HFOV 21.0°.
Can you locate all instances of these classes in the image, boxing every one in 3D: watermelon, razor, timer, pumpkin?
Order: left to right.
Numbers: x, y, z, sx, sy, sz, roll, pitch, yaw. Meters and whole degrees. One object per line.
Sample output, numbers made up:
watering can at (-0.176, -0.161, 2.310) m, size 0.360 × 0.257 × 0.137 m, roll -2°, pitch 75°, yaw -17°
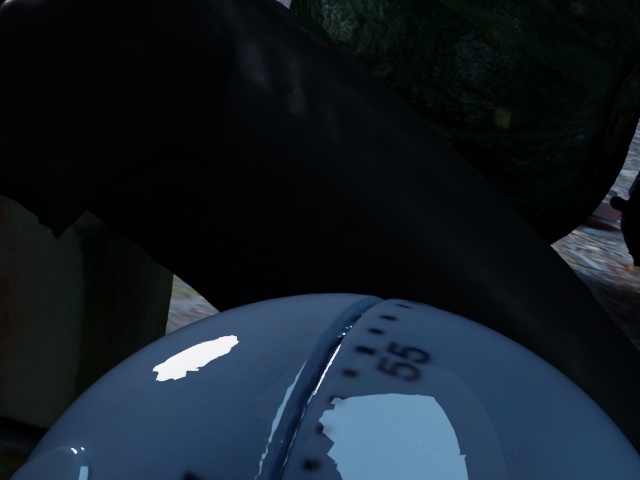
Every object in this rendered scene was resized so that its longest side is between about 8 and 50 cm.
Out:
watermelon at (-0.163, -0.019, 0.767) m, size 0.232 × 0.193 × 0.310 m, roll 31°, pitch 25°, yaw -17°
timer at (-0.045, 0.101, 0.374) m, size 0.255 × 0.175 × 0.175 m, roll -12°, pitch 12°, yaw 3°
razor at (0.002, -0.004, 0.624) m, size 0.327 × 0.107 × 0.189 m, roll 40°, pitch 6°, yaw -23°
pumpkin at (0.084, -0.100, 1.159) m, size 0.263 × 0.197 × 0.293 m, roll 27°, pitch -8°, yaw 12°

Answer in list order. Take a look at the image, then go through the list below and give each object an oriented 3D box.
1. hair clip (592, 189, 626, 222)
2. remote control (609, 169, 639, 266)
hair clip at (0.159, -0.078, 1.532) m, size 0.257 × 0.075 × 0.146 m, roll 15°, pitch 8°, yaw 30°
remote control at (0.264, -0.071, 1.159) m, size 0.062 × 0.144 × 0.399 m, roll 44°, pitch -6°, yaw 10°
